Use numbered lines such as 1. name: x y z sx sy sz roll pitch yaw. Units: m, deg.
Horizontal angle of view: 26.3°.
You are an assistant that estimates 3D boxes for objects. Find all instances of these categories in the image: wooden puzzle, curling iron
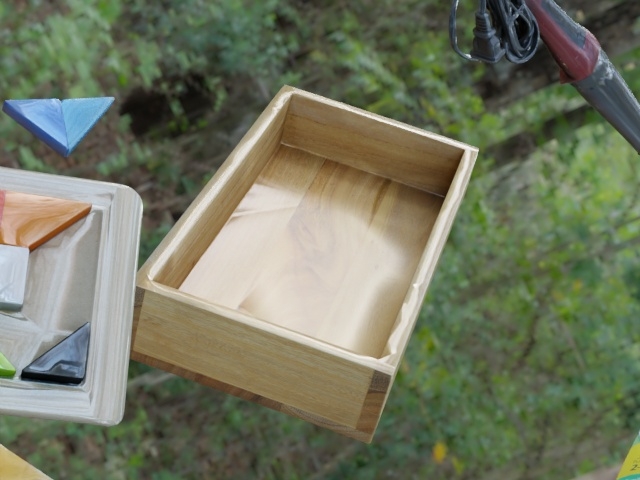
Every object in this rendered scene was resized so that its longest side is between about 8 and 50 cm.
1. wooden puzzle: -0.082 0.012 0.350 0.014 0.079 0.116 134 -45 -59
2. curling iron: 0.160 -0.107 0.887 0.035 0.068 0.274 18 -6 39

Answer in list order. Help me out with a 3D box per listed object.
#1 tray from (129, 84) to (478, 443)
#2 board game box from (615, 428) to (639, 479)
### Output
1. tray: 0.000 0.000 1.175 0.411 0.203 0.076 -60 167 -60
2. board game box: 0.221 0.022 0.572 0.039 0.124 0.259 59 42 -14
